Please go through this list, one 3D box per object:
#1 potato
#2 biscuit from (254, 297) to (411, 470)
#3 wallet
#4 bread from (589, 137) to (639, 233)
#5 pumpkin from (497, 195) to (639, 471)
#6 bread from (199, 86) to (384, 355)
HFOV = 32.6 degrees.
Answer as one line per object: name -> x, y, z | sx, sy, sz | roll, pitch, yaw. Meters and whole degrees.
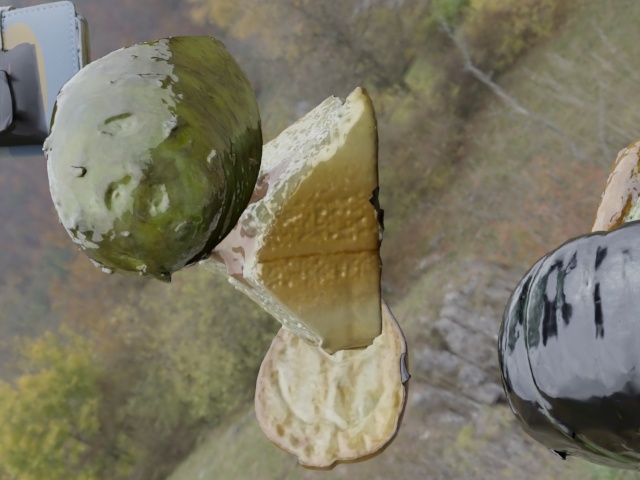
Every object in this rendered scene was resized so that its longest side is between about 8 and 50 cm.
potato -> -0.132, -0.079, 0.901 | 0.141, 0.176, 0.298 | -30, 21, 20
biscuit -> 0.022, 0.168, 1.404 | 0.041, 0.202, 0.260 | 59, -142, -57
wallet -> -0.351, -0.165, 1.155 | 0.069, 0.230, 0.170 | 19, -113, -80
bread -> 0.480, -0.049, 1.637 | 0.260, 0.129, 0.134 | -69, -19, -8
pumpkin -> 0.298, 0.064, 0.967 | 0.296, 0.295, 0.296 | -57, 13, 21
bread -> 0.011, -0.004, 1.084 | 0.224, 0.211, 0.183 | -44, 17, -5
